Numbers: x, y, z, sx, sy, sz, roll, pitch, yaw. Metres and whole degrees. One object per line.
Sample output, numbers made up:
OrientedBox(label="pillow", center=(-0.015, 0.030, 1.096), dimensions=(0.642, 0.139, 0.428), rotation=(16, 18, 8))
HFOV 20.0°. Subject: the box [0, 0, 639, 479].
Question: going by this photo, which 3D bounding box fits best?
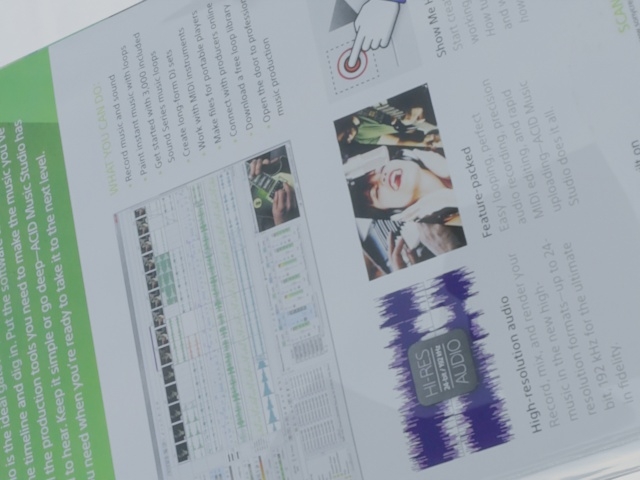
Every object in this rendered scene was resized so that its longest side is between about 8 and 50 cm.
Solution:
OrientedBox(label="box", center=(0.000, 0.000, 0.674), dimensions=(0.058, 0.322, 0.232), rotation=(29, 45, -59))
